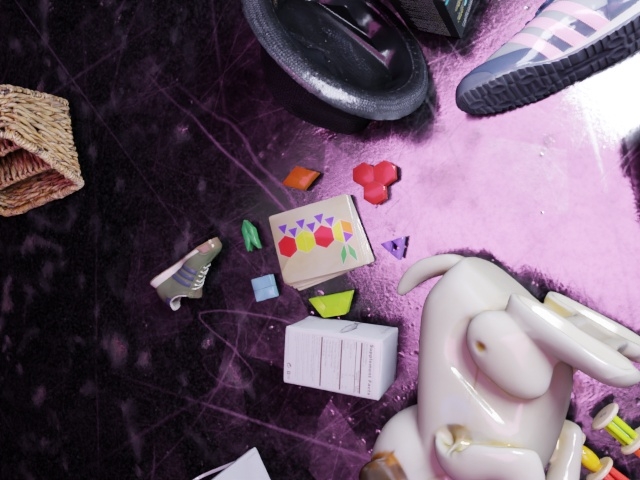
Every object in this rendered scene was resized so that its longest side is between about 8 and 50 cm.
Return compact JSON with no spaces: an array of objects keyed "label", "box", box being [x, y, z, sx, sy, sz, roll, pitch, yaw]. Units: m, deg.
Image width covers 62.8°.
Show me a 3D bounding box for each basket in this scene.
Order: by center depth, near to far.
[{"label":"basket","box":[-0.725,-0.190,1.183,0.298,0.213,0.223,-13,87,23]}]

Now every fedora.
[{"label":"fedora","box":[0.010,-0.295,0.876,0.334,0.333,0.152,54,144,12]}]

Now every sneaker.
[{"label":"sneaker","box":[0.345,-0.306,0.792,0.318,0.112,0.131,-22,67,20]},{"label":"sneaker","box":[-0.261,0.075,1.084,0.192,0.064,0.086,-33,87,21]}]

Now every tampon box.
[{"label":"tampon box","box":[0.179,-0.407,0.813,0.101,0.161,0.121,21,99,21]}]

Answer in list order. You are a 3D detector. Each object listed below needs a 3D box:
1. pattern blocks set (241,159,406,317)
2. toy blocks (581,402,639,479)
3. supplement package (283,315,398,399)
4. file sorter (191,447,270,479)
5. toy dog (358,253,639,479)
[{"label":"pattern blocks set","box":[0.000,0.000,0.983,0.324,0.026,0.286,-6,90,23]},{"label":"toy blocks","box":[0.462,0.339,0.787,0.148,0.054,0.123,43,108,16]},{"label":"supplement package","box":[0.037,0.204,0.934,0.179,0.105,0.105,4,94,23]},{"label":"file sorter","box":[-0.175,0.590,1.000,0.173,0.192,0.278,-31,80,24]},{"label":"toy dog","box":[0.216,0.254,0.771,0.395,0.284,0.408,31,105,25]}]
